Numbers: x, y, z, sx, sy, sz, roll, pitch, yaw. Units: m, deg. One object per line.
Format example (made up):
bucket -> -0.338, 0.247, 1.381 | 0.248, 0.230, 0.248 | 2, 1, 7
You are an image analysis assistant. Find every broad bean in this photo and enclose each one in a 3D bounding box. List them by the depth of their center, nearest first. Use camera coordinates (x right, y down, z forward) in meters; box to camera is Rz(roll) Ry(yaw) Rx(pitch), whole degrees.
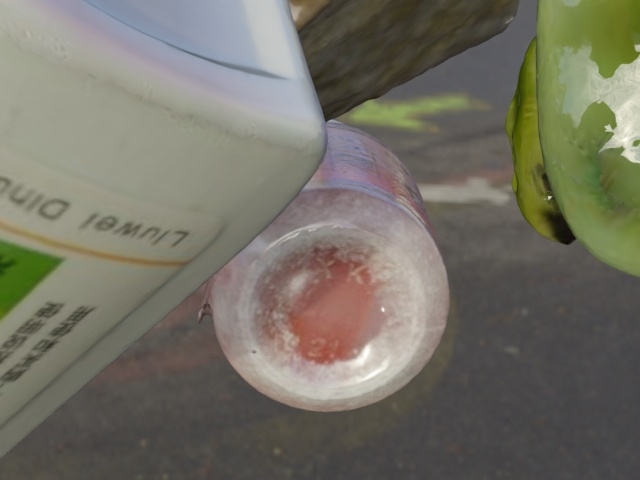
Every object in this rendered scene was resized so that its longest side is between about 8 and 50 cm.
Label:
broad bean -> 0.171, -0.086, 0.693 | 0.169, 0.228, 0.100 | 45, 18, -5

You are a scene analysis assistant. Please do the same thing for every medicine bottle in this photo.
medicine bottle -> -0.163, 0.015, 0.416 | 0.179, 0.324, 0.124 | 26, 36, -40
medicine bottle -> 0.000, 0.000, 1.003 | 0.147, 0.147, 0.247 | 0, 20, -3

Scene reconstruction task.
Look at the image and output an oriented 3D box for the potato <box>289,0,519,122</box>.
potato -> -0.017, -0.178, 0.815 | 0.264, 0.211, 0.189 | -31, 74, -19
